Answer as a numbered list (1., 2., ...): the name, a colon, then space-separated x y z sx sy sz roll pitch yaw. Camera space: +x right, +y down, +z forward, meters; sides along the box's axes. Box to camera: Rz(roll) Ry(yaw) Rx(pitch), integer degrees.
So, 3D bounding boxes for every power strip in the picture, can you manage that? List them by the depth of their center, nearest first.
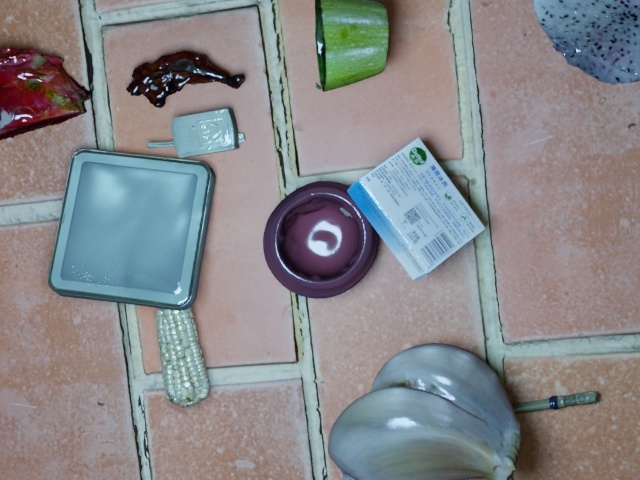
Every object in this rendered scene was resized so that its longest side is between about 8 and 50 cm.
1. power strip: -0.226 -0.187 1.634 0.175 0.042 0.075 -9 95 9

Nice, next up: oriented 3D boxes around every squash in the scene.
1. squash: 0.044 -0.333 1.529 0.122 0.170 0.170 -2 95 -6

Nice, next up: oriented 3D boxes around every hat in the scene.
1. hat: 0.000 0.000 1.591 0.205 0.089 0.206 0 87 -2

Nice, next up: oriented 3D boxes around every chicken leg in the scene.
1. chicken leg: -0.244 -0.290 1.625 0.219 0.048 0.090 -12 96 9

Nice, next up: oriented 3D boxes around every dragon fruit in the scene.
1. dragon fruit: 0.479 -0.401 1.438 0.283 0.204 0.221 29 66 -8
2. dragon fruit: -0.553 -0.252 1.636 0.261 0.189 0.163 -14 123 6

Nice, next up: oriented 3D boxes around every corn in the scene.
1. corn: -0.256 0.194 1.651 0.087 0.087 0.211 -14 90 9

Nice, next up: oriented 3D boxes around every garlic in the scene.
1. garlic: 0.156 0.309 1.574 0.340 0.231 0.246 -28 123 36

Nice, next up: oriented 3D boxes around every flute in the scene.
1. flute: 0.364 0.289 1.595 0.233 0.027 0.027 -11 93 9

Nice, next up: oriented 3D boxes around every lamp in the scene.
1. lamp: -0.334 -0.021 1.629 0.266 0.047 0.269 7 79 9

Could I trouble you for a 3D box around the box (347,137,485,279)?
1. box: 0.161 -0.053 1.544 0.139 0.073 0.194 -36 88 -22
